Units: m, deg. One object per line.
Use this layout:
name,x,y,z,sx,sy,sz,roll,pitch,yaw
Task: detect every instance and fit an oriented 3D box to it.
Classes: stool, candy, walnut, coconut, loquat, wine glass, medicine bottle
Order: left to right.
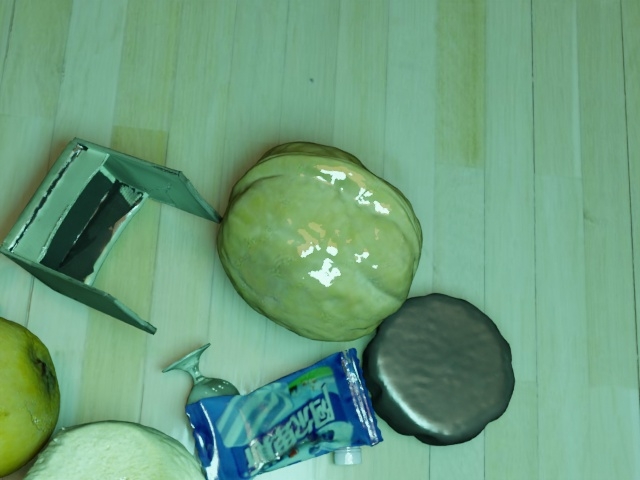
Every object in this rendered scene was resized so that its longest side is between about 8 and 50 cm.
loquat,-0.532,0.243,1.288,0.263,0.263,0.263,3,75,-10
coconut,-0.343,0.492,1.274,0.344,0.415,0.415,24,71,18
stool,-0.363,-0.012,1.444,0.269,0.170,0.244,18,70,29
wine glass,-0.185,0.308,1.485,0.103,0.103,0.231,-28,85,-16
candy,-0.056,0.319,1.442,0.331,0.077,0.187,-14,77,-23
walnut,0.000,0.000,1.486,0.381,0.381,0.381,3,75,-10
medicine bottle,0.047,0.353,1.529,0.055,0.074,0.118,-1,77,-11

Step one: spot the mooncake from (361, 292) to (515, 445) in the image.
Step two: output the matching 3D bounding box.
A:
mooncake,0.216,0.244,1.553,0.283,0.141,0.283,4,67,-10
